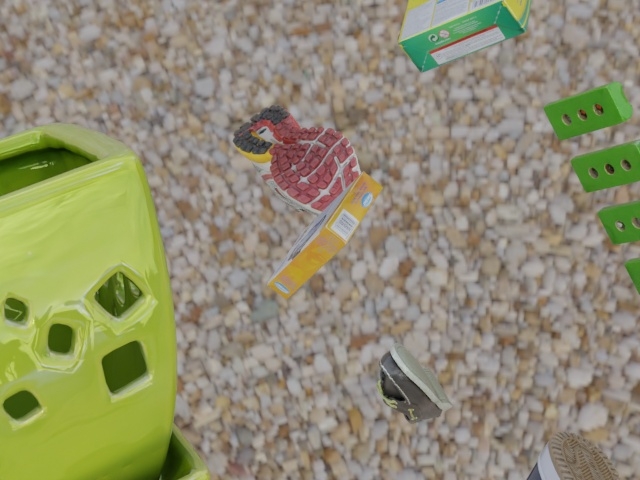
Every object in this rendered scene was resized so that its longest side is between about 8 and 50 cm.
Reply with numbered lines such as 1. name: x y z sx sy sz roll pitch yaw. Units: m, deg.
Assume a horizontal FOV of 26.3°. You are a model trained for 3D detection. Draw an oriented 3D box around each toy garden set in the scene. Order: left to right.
1. toy garden set: 0.372 -0.066 1.466 0.049 0.204 0.244 -33 100 -29

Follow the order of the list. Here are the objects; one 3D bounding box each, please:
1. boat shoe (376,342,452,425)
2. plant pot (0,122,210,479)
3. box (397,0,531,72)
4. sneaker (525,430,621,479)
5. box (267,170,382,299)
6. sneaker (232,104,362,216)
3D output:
1. boat shoe: 0.114 0.197 1.806 0.069 0.228 0.081 -33 64 6
2. plant pot: -0.191 0.073 0.734 0.227 0.228 0.207 -21 104 -16
3. box: 0.130 -0.228 1.160 0.105 0.043 0.179 -18 41 33
4. sneaker: 0.225 0.320 1.250 0.099 0.153 0.282 22 29 -16
5. box: 0.000 0.000 1.261 0.028 0.136 0.081 38 51 -5
6. sneaker: -0.009 -0.073 1.472 0.088 0.092 0.225 -39 34 -5
